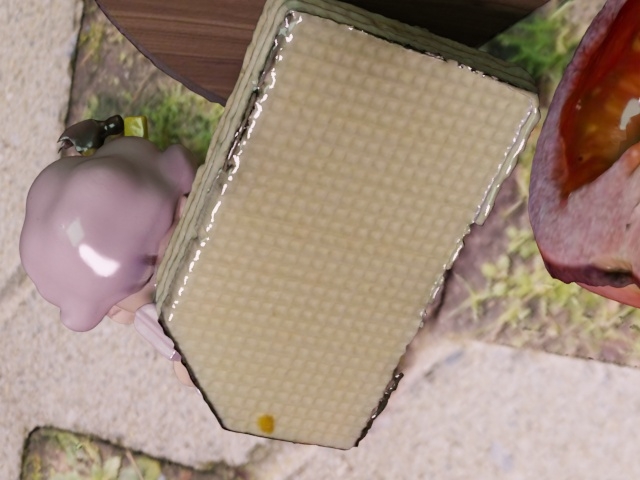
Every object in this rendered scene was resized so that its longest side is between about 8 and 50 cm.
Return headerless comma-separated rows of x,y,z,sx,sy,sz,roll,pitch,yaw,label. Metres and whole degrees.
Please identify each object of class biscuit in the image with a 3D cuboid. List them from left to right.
0.000,0.000,0.660,0.052,0.150,0.252,-111,40,-55,biscuit

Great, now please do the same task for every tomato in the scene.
0.197,-0.051,0.533,0.199,0.112,0.228,-68,22,4,tomato

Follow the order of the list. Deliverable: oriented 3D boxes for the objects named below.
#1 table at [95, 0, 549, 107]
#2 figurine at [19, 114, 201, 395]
-0.007,-0.247,0.633,0.317,0.317,0.249,-28,62,33,table
-0.109,0.012,0.773,0.229,0.112,0.137,41,109,17,figurine
